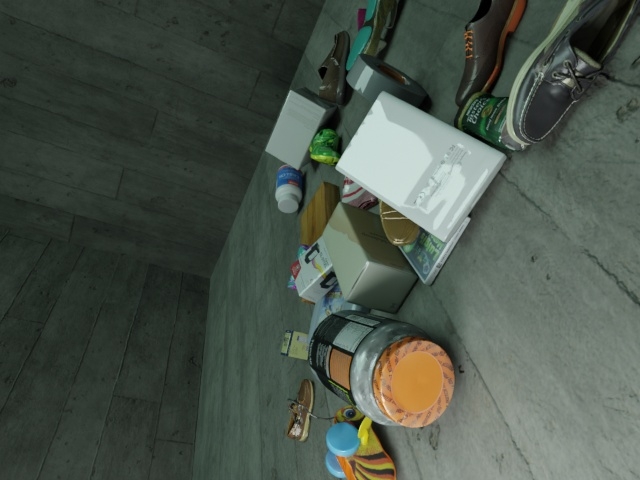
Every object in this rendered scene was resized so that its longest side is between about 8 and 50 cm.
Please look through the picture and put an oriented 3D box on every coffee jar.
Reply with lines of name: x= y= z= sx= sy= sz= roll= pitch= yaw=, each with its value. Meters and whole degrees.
coffee jar: x=0.340 y=-0.238 z=0.904 sx=0.096 sy=0.079 sz=0.184 roll=-67 pitch=20 yaw=14

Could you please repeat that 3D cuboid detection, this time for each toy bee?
toy bee: x=0.078 y=0.412 z=0.983 sx=0.298 sy=0.162 sz=0.195 roll=54 pitch=148 yaw=28

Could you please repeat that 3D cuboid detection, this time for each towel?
towel: x=0.139 y=-0.239 z=1.498 sx=0.237 sy=0.037 sz=0.328 roll=-30 pitch=46 yaw=61

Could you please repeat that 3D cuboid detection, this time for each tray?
tray: x=0.000 y=0.000 z=1.614 sx=0.202 sy=0.076 sz=0.410 roll=-56 pitch=27 yaw=39

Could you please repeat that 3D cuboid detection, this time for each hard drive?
hard drive: x=0.198 y=-0.163 z=0.975 sx=0.308 sy=0.040 sz=0.203 roll=39 pitch=104 yaw=29

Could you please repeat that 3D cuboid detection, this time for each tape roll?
tape roll: x=0.183 y=-0.428 z=1.271 sx=0.072 sy=0.219 sz=0.219 roll=-58 pitch=24 yaw=32

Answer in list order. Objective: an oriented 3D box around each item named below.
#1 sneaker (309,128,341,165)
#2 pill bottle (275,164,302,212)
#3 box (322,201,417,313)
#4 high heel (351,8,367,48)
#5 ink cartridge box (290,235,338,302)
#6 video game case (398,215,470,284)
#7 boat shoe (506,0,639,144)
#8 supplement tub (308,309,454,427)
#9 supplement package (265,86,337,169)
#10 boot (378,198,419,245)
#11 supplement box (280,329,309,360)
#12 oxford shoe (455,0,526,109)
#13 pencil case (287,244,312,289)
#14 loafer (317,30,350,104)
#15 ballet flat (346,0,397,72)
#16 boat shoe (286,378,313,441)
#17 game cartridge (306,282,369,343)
sneaker: x=0.019 y=-0.376 z=1.819 sx=0.295 sy=0.110 sz=0.123 roll=-114 pitch=41 yaw=-62
pill bottle: x=-0.143 y=-0.235 z=2.110 sx=0.124 sy=0.124 sz=0.221 roll=-54 pitch=28 yaw=42
box: x=0.114 y=0.036 z=1.179 sx=0.121 sy=0.148 sz=0.311 roll=-63 pitch=24 yaw=24
high heel: x=0.149 y=-0.822 z=1.832 sx=0.244 sy=0.117 sz=0.082 roll=-19 pitch=56 yaw=66
ink cartridge box: x=0.004 y=0.076 z=1.360 sx=0.175 sy=0.072 sz=0.127 roll=-45 pitch=41 yaw=21
video game case: x=0.248 y=-0.019 z=1.048 sx=0.173 sy=0.022 sz=0.190 roll=-65 pitch=21 yaw=21
boat shoe: x=0.406 y=-0.288 z=0.744 sx=0.285 sy=0.103 sz=0.092 roll=-61 pitch=17 yaw=13
supplement tub: x=0.112 y=0.250 z=0.934 sx=0.316 sy=0.194 sz=0.193 roll=-3 pitch=71 yaw=69
supplement package: x=-0.084 y=-0.489 z=2.006 sx=0.292 sy=0.178 sz=0.175 roll=-61 pitch=-6 yaw=28
boot: x=0.184 y=-0.104 z=1.125 sx=0.203 sy=0.095 sz=0.261 roll=50 pitch=-150 yaw=-78
supplement box: x=-0.076 y=0.343 z=1.511 sx=0.056 sy=0.083 sz=0.083 roll=-22 pitch=53 yaw=65
oxford shoe: x=0.345 y=-0.423 z=1.013 sx=0.271 sy=0.099 sz=0.097 roll=-70 pitch=20 yaw=7
pencil case: x=-0.057 y=0.089 z=1.490 sx=0.070 sy=0.065 sz=0.151 roll=-174 pitch=101 yaw=-86
loafer: x=0.054 y=-0.739 z=1.938 sx=0.133 sy=0.130 sz=0.365 roll=85 pitch=-170 yaw=-64
ballet flat: x=0.200 y=-0.761 z=1.658 sx=0.123 sy=0.123 sz=0.348 roll=-132 pitch=58 yaw=-67
boat shoe: x=-0.062 y=0.503 z=1.376 sx=0.064 sy=0.060 sz=0.177 roll=-36 pitch=41 yaw=59
game cartridge: x=0.047 y=0.223 z=1.338 sx=0.297 sy=0.062 sz=0.197 roll=166 pitch=115 yaw=-67
